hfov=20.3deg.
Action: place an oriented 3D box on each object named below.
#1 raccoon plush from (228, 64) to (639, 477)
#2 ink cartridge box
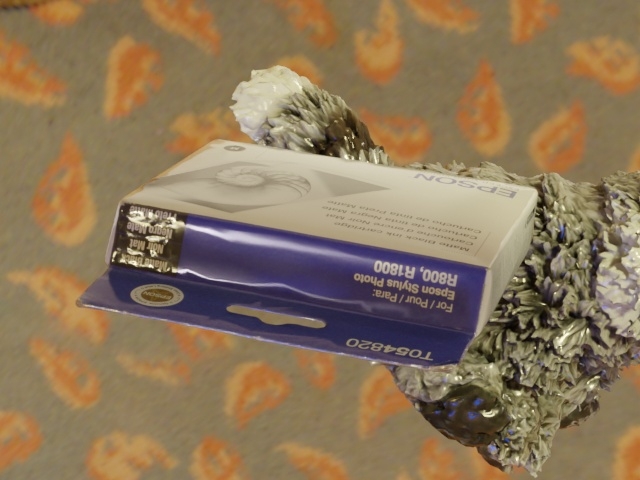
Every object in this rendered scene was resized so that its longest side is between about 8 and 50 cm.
[{"bbox_3d":[0.144,-0.046,1.310,0.446,0.299,0.216,48,19,11],"label":"raccoon plush"},{"bbox_3d":[0.000,0.000,1.042,0.223,0.224,0.045,10,110,13],"label":"ink cartridge box"}]
